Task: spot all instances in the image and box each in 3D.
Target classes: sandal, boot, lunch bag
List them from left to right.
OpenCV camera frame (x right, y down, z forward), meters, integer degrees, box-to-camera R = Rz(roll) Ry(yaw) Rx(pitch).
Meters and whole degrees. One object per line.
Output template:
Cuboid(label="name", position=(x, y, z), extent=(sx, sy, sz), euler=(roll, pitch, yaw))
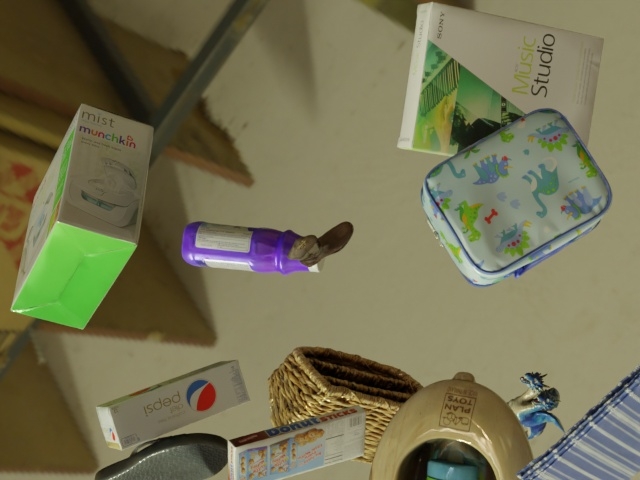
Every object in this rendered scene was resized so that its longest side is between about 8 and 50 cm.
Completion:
Cuboid(label="sandal", position=(-0.241, 0.324, 1.715), extent=(0.097, 0.254, 0.054), euler=(42, -142, -36))
Cuboid(label="boot", position=(0.000, 0.000, 1.806), extent=(0.037, 0.106, 0.114), euler=(48, -177, 17))
Cuboid(label="lunch bag", position=(0.250, -0.051, 1.485), extent=(0.176, 0.219, 0.090), euler=(59, 172, 13))

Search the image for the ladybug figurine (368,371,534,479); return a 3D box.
Cuboid(label="ladybug figurine", position=(0.239, 0.455, 2.029), extent=(0.305, 0.450, 0.162), euler=(9, 179, 23))

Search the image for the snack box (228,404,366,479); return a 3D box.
Cuboid(label="snack box", position=(-0.026, 0.249, 1.392), extent=(0.178, 0.064, 0.022), euler=(-11, -154, -27))

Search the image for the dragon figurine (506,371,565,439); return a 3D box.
Cuboid(label="dragon figurine", position=(0.458, 0.359, 2.397), extent=(0.289, 0.144, 0.085), euler=(39, -142, -46))

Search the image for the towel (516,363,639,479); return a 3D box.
Cuboid(label="towel", position=(0.478, 0.287, 1.792), extent=(0.243, 0.336, 0.040), euler=(31, -162, -46))

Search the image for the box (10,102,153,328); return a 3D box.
Cuboid(label="box", position=(-0.361, -0.033, 1.766), extent=(0.126, 0.262, 0.231), euler=(17, -128, -21))

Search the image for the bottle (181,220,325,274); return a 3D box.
Cuboid(label="bottle", position=(-0.133, 0.017, 2.332), extent=(0.282, 0.092, 0.118), euler=(5, 177, 15))

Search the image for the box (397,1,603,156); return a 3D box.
Cuboid(label="box", position=(0.291, -0.237, 1.852), extent=(0.322, 0.232, 0.058), euler=(7, -177, -20))

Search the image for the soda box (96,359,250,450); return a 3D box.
Cuboid(label="soda box", position=(-0.221, 0.246, 1.742), extent=(0.216, 0.074, 0.069), euler=(-17, -89, -27))

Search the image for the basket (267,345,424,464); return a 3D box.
Cuboid(label="basket", position=(0.070, 0.302, 2.348), extent=(0.299, 0.223, 0.214), euler=(16, -136, -25))
